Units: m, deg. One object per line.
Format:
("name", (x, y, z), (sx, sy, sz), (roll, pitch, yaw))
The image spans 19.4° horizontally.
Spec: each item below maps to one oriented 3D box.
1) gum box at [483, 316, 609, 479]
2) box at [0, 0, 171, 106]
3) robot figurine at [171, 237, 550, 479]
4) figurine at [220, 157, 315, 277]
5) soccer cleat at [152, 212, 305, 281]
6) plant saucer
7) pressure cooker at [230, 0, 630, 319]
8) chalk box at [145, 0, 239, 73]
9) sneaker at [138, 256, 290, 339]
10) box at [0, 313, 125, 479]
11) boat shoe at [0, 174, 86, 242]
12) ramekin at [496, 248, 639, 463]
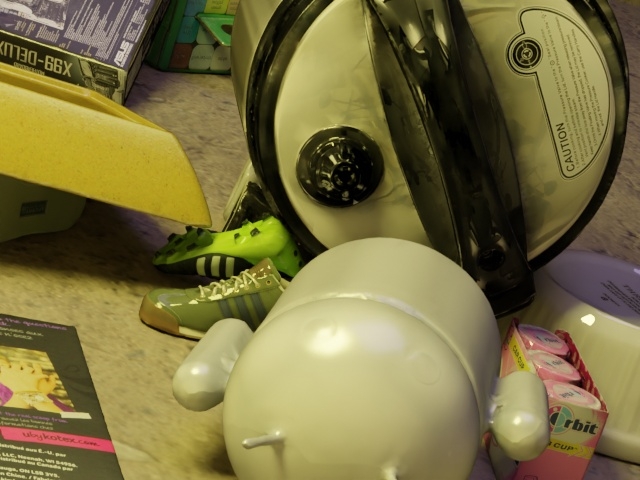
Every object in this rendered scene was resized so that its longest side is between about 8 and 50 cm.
("gum box", (0.197, 0.155, 1.692), (0.062, 0.107, 0.188), (15, 18, -10))
("box", (-0.318, -0.337, 2.425), (0.242, 0.076, 0.307), (18, 54, 1))
("robot figurine", (0.038, 0.119, 1.496), (0.300, 0.199, 0.353), (5, 16, 11))
("figurine", (0.000, 0.000, 2.014), (0.209, 0.092, 0.215), (25, 17, -7))
("soccer cleat", (-0.094, 0.020, 1.841), (0.179, 0.072, 0.060), (-8, 33, 42))
("plant saucer", (-0.298, -0.122, 1.855), (0.333, 0.081, 0.333), (15, 7, -30))
("pressure cooker", (0.101, -0.137, 1.803), (0.370, 0.375, 0.420), (27, 14, -13))
("chalk box", (-0.191, -0.350, 2.672), (0.180, 0.179, 0.289), (-3, 28, -46))
("sneaker", (-0.070, 0.052, 1.769), (0.192, 0.086, 0.064), (12, 19, -17))
("box", (-0.221, 0.167, 1.166), (0.143, 0.165, 0.270), (11, 19, -20))
("boat shoe", (-0.327, -0.044, 1.839), (0.081, 0.079, 0.227), (20, 11, 28))
("ramekin", (0.297, 0.109, 1.888), (0.273, 0.127, 0.273), (16, 18, -5))
